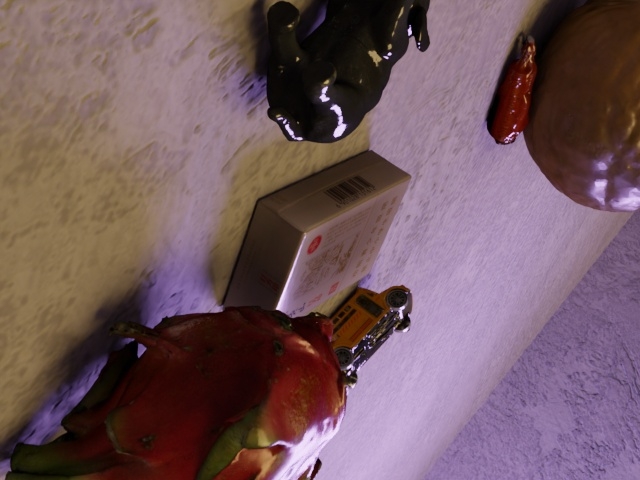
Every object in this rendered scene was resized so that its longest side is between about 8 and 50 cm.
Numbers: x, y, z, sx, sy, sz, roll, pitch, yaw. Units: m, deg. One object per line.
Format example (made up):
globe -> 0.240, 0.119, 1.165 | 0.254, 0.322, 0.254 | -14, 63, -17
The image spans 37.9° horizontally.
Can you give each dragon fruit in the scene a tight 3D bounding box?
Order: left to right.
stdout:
dragon fruit -> -0.109, 0.137, 0.769 | 0.200, 0.269, 0.198 | -79, 160, -67

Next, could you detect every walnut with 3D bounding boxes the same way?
walnut -> 0.425, -0.194, 1.266 | 0.333, 0.333, 0.333 | -45, 158, -24

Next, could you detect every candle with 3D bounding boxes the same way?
candle -> 0.260, -0.198, 1.221 | 0.048, 0.053, 0.162 | -46, 157, -38

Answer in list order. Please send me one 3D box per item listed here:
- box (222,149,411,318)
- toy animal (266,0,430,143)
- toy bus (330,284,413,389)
box -> 0.000, 0.000, 0.936 | 0.201, 0.058, 0.141 | -31, 149, -50
toy animal -> 0.042, -0.181, 0.719 | 0.269, 0.082, 0.137 | -51, 163, -22
toy bus -> 0.051, 0.118, 1.213 | 0.162, 0.074, 0.069 | -44, 150, -21
